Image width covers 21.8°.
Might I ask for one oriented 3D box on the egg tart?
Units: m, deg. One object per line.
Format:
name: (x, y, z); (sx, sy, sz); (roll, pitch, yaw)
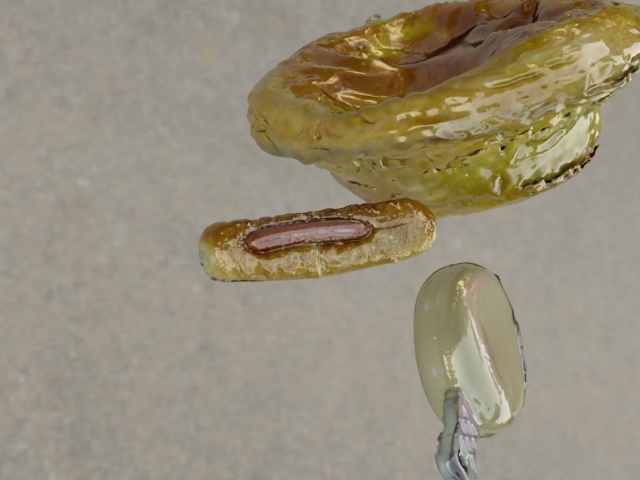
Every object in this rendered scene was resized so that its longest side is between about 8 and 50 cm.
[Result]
egg tart: (0.145, -0.139, 1.729); (0.443, 0.443, 0.178); (-37, 117, -52)

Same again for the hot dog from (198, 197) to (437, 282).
hot dog: (0.000, 0.000, 1.471); (0.047, 0.216, 0.066); (107, -25, -65)

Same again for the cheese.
cheese: (0.089, 0.088, 0.997); (0.092, 0.047, 0.171); (49, 31, -44)
